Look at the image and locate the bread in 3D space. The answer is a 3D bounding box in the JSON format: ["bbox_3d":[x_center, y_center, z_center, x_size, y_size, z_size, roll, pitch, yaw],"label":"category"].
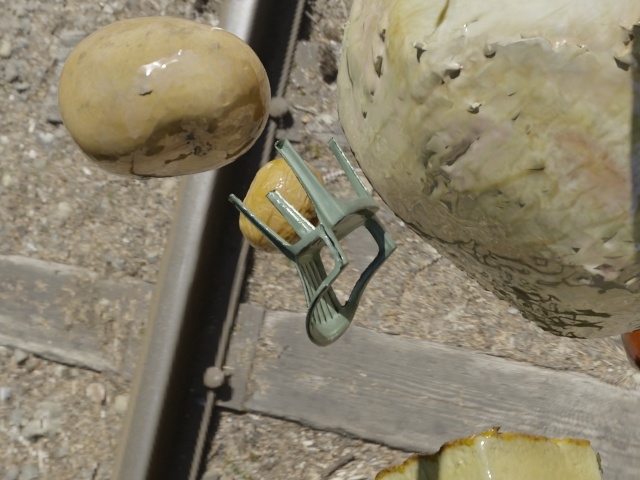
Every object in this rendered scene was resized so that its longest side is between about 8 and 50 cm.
[{"bbox_3d":[0.245,0.418,1.276,0.279,0.279,0.207,-34,55,39],"label":"bread"}]

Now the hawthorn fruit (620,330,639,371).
[{"bbox_3d":[0.451,0.056,0.971,0.284,0.284,0.284,-3,81,20],"label":"hawthorn fruit"}]

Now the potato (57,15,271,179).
[{"bbox_3d":[-0.103,-0.089,0.543,0.147,0.112,0.112,-3,81,28],"label":"potato"}]

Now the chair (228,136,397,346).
[{"bbox_3d":[0.000,0.000,1.355,0.190,0.203,0.274,-42,76,25],"label":"chair"}]

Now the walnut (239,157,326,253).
[{"bbox_3d":[-0.071,-0.067,1.694,0.165,0.165,0.197,16,80,22],"label":"walnut"}]

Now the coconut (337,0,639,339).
[{"bbox_3d":[0.159,-0.104,0.453,0.297,0.254,0.297,2,64,-4],"label":"coconut"}]
